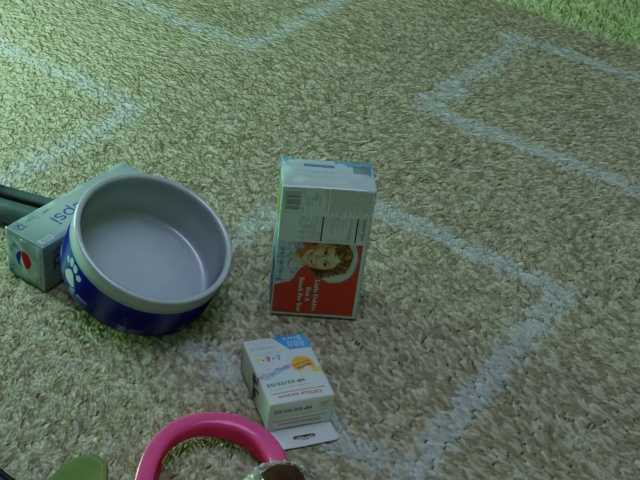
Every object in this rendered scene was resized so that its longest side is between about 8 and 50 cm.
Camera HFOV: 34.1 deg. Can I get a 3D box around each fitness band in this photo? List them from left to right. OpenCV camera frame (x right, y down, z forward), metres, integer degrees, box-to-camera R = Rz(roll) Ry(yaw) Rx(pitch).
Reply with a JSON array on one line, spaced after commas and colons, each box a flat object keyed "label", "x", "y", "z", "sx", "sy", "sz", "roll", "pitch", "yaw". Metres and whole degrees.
[{"label": "fitness band", "x": -0.147, "y": 0.347, "z": 1.397, "sx": 0.209, "sy": 0.054, "sz": 0.290, "roll": 7, "pitch": 36, "yaw": -1}]

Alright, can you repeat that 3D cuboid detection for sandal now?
[{"label": "sandal", "x": -0.289, "y": 0.349, "z": 1.343, "sx": 0.088, "sy": 0.079, "sz": 0.240, "roll": -29, "pitch": 14, "yaw": -22}]

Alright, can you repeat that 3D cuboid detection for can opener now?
[{"label": "can opener", "x": -0.590, "y": -0.090, "z": 1.887, "sx": 0.284, "sy": 0.095, "sz": 0.076, "roll": 15, "pitch": 36, "yaw": 21}]

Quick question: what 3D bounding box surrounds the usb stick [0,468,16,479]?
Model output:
[{"label": "usb stick", "x": -0.378, "y": 0.356, "z": 1.324, "sx": 0.278, "sy": 0.077, "sz": 0.045, "roll": 28, "pitch": 15, "yaw": 27}]

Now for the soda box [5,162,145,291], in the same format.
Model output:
[{"label": "soda box", "x": -0.414, "y": -0.028, "z": 1.833, "sx": 0.091, "sy": 0.098, "sz": 0.286, "roll": 26, "pitch": 39, "yaw": 23}]

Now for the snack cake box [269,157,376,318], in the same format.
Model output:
[{"label": "snack cake box", "x": 0.000, "y": 0.000, "z": 1.728, "sx": 0.152, "sy": 0.264, "sz": 0.089, "roll": 4, "pitch": 35, "yaw": -6}]

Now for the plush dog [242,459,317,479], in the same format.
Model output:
[{"label": "plush dog", "x": -0.033, "y": 0.424, "z": 1.224, "sx": 0.262, "sy": 0.210, "sz": 0.225, "roll": 36, "pitch": 56, "yaw": 2}]

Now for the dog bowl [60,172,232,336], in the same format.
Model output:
[{"label": "dog bowl", "x": -0.285, "y": 0.021, "z": 1.706, "sx": 0.265, "sy": 0.104, "sz": 0.264, "roll": 17, "pitch": 47, "yaw": -19}]

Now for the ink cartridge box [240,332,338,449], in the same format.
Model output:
[{"label": "ink cartridge box", "x": -0.046, "y": 0.226, "z": 1.578, "sx": 0.104, "sy": 0.061, "sz": 0.181, "roll": -7, "pitch": 38, "yaw": -20}]
